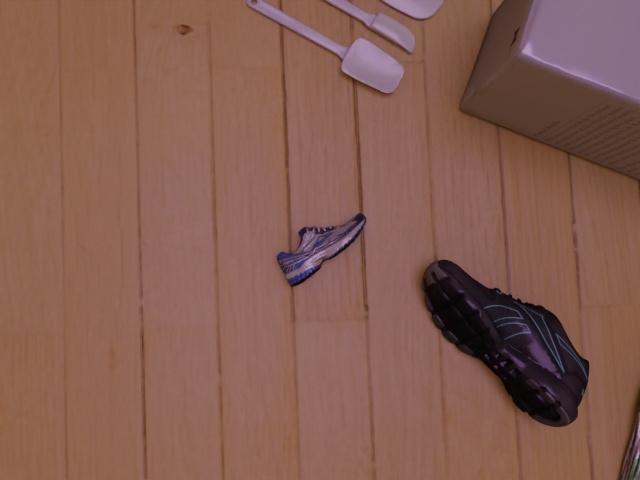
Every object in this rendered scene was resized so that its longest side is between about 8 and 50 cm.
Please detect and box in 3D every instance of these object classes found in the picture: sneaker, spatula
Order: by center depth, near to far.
[{"bbox_3d":[0.000,0.000,0.916,0.135,0.052,0.058,-37,85,-7],"label":"sneaker"},{"bbox_3d":[0.245,0.120,0.917,0.267,0.101,0.106,47,61,1],"label":"sneaker"},{"bbox_3d":[0.030,-0.325,0.962,0.242,0.019,0.168,29,84,-2],"label":"spatula"}]

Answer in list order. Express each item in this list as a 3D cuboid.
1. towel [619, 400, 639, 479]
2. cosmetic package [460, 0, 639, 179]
[{"bbox_3d":[0.530,0.311,0.937,0.248,0.038,0.324,17,84,-4],"label":"towel"},{"bbox_3d":[0.437,-0.183,0.877,0.453,0.230,0.161,20,83,-3],"label":"cosmetic package"}]
